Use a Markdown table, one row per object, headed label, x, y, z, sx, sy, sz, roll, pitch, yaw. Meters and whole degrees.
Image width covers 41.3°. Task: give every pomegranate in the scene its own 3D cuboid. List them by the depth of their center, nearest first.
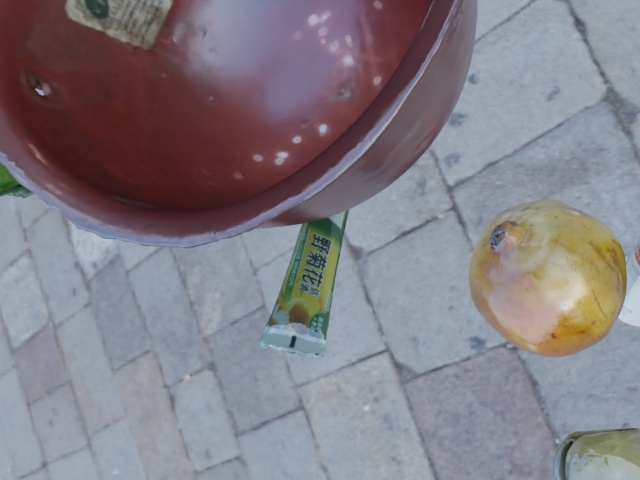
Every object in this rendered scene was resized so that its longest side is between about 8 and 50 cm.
| label | x | y | z | sx | sy | sz | roll | pitch | yaw |
| --- | --- | --- | --- | --- | --- | --- | --- | --- | --- |
| pomegranate | 0.367 | 0.052 | 1.385 | 0.264 | 0.264 | 0.264 | 8 | 102 | 43 |

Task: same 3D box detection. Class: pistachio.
| label | x | y | z | sx | sy | sz | roll | pitch | yaw |
| --- | --- | --- | --- | --- | --- | --- | --- | --- | --- |
| pistachio | 0.487 | 0.377 | 1.254 | 0.288 | 0.166 | 0.197 | 16 | 76 | 8 |

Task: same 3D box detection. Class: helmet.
| label | x | y | z | sx | sy | sz | roll | pitch | yaw |
| --- | --- | --- | --- | --- | --- | --- | --- | --- | --- |
| helmet | -0.029 | -0.141 | 0.568 | 0.385 | 0.230 | 0.337 | 41 | 96 | 32 |

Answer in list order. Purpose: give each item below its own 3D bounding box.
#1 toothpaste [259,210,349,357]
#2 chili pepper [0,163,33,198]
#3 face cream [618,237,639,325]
| label | x | y | z | sx | sy | sz | roll | pitch | yaw |
| --- | --- | --- | --- | --- | --- | --- | --- | --- | --- |
| toothpaste | 0.000 | 0.000 | 0.673 | 0.049 | 0.204 | 0.031 | 11 | 147 | 5 |
| chili pepper | -0.316 | -0.070 | 0.815 | 0.085 | 0.359 | 0.076 | 43 | 128 | 14 |
| face cream | 0.586 | 0.020 | 1.438 | 0.102 | 0.102 | 0.345 | 48 | 156 | 28 |
